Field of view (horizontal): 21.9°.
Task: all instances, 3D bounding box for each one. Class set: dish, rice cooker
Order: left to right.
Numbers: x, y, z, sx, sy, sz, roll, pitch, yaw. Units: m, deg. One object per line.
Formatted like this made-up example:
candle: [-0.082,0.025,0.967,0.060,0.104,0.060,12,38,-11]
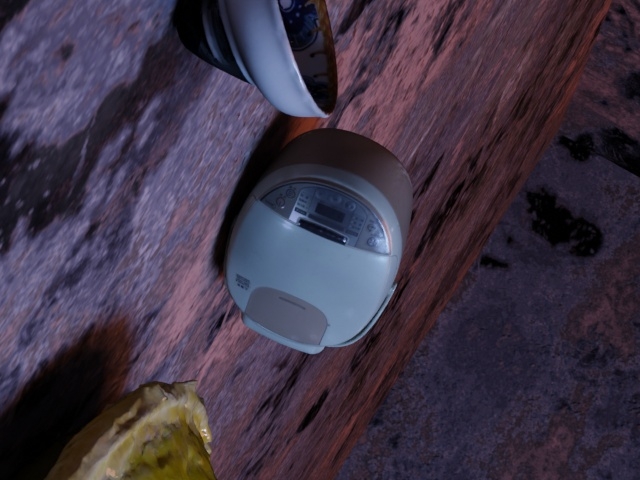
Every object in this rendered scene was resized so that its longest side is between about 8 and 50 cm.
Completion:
dish: [-0.046,-0.133,0.977,0.141,0.078,0.141,-12,90,-77]
rice cooker: [0.000,0.000,1.368,0.206,0.145,0.127,112,3,-51]

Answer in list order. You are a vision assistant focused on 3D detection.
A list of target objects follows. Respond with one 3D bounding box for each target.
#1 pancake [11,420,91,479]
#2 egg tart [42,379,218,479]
pancake: [-0.203,0.235,1.297,0.197,0.054,0.376,-59,169,2]
egg tart: [-0.137,0.248,1.168,0.319,0.128,0.319,23,90,-79]
